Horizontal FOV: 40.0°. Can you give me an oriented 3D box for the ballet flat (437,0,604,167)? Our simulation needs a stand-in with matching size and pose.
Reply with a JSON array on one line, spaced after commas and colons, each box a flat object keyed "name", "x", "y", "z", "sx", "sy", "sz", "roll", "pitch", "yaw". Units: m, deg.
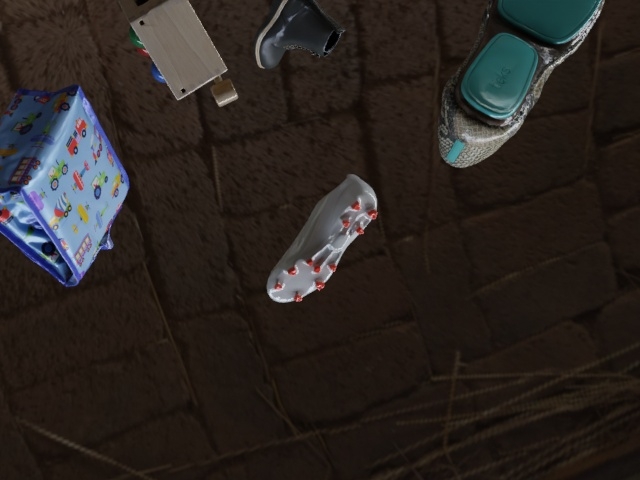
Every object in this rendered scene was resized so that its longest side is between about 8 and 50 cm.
[{"name": "ballet flat", "x": 0.310, "y": -0.295, "z": 1.427, "sx": 0.164, "sy": 0.182, "sz": 0.483, "roll": 33, "pitch": 58, "yaw": 5}]

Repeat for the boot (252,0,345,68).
[{"name": "boot", "x": -0.042, "y": -0.350, "z": 1.580, "sx": 0.077, "sy": 0.198, "sz": 0.137, "roll": -35, "pitch": 74, "yaw": -34}]

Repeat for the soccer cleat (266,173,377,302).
[{"name": "soccer cleat", "x": 0.000, "y": 0.000, "z": 1.137, "sx": 0.068, "sy": 0.076, "sz": 0.196, "roll": 30, "pitch": 110, "yaw": -32}]

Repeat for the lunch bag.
[{"name": "lunch bag", "x": -0.424, "y": -0.078, "z": 1.477, "sx": 0.293, "sy": 0.138, "sz": 0.221, "roll": 61, "pitch": 39, "yaw": -48}]

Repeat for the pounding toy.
[{"name": "pounding toy", "x": -0.203, "y": -0.266, "z": 1.264, "sx": 0.094, "sy": 0.181, "sz": 0.206, "roll": -31, "pitch": 124, "yaw": -2}]
